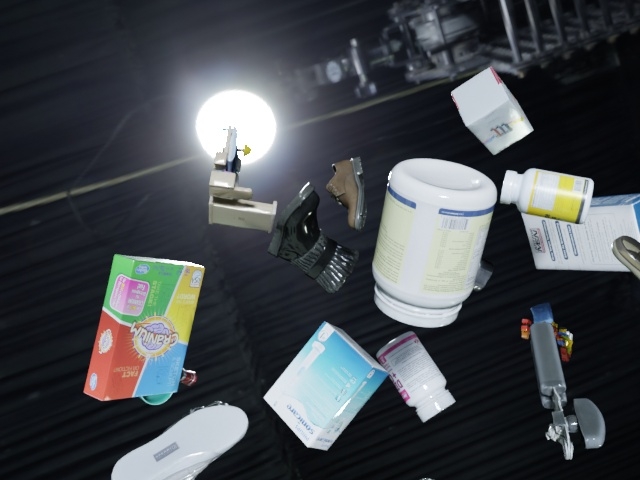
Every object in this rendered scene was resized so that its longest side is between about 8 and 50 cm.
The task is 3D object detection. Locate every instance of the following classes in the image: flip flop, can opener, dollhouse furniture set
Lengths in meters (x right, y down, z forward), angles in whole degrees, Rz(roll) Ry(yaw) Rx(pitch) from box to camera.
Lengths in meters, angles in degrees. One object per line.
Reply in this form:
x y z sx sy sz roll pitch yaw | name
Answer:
0.664 0.109 1.422 0.277 0.080 0.112 44 32 -1 | flip flop
0.432 0.265 1.292 0.280 0.093 0.074 -89 168 -51 | can opener
-0.219 -0.218 2.199 0.286 0.198 0.303 110 -13 -64 | dollhouse furniture set

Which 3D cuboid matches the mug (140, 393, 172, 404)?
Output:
-0.596 0.489 2.514 0.097 0.129 0.157 12 -35 54 | mug

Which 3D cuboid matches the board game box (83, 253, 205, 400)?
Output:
-0.400 0.200 1.668 0.242 0.064 0.316 10 94 -58 | board game box

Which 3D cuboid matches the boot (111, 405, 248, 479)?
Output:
-0.250 0.401 1.327 0.095 0.258 0.123 55 -22 35 | boot

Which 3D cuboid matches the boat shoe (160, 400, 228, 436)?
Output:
-0.411 0.595 2.320 0.091 0.302 0.114 39 29 -13 | boat shoe

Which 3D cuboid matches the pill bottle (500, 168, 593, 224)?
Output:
0.495 -0.101 1.583 0.103 0.184 0.103 13 90 -74 | pill bottle

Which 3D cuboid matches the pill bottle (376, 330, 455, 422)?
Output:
0.331 0.471 2.492 0.283 0.160 0.160 57 -8 18 | pill bottle

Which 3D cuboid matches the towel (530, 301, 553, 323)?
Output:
0.706 0.258 2.279 0.067 0.029 0.119 -30 -127 46 | towel

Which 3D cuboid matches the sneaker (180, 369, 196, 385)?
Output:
-0.388 0.369 1.974 0.119 0.042 0.067 3 -20 44 | sneaker

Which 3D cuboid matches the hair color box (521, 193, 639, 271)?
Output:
0.692 -0.018 1.834 0.347 0.105 0.173 -1 -72 59 | hair color box

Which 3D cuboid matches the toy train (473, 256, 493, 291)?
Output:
0.341 0.041 2.016 0.334 0.142 0.190 23 8 -47 | toy train

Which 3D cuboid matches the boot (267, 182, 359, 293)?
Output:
0.002 -0.002 2.155 0.260 0.131 0.348 33 -34 5 | boot

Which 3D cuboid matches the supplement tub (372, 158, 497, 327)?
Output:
0.243 0.004 1.604 0.235 0.236 0.324 -118 -147 -60 | supplement tub

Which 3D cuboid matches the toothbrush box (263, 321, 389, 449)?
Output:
0.015 0.421 2.086 0.216 0.295 0.126 39 2 34 | toothbrush box

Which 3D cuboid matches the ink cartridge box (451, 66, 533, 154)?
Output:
0.453 -0.338 1.902 0.176 0.127 0.128 31 34 -48 | ink cartridge box

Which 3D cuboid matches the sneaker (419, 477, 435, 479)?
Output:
0.291 0.809 2.002 0.118 0.107 0.279 56 48 -44 | sneaker

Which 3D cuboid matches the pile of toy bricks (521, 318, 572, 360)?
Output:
0.632 0.293 2.026 0.212 0.118 0.105 29 67 -52 | pile of toy bricks

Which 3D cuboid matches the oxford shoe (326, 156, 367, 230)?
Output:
0.065 -0.108 1.768 0.082 0.096 0.227 81 3 -46 | oxford shoe
